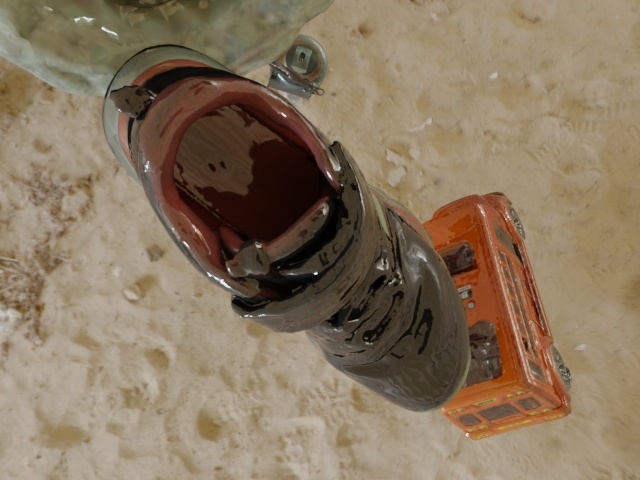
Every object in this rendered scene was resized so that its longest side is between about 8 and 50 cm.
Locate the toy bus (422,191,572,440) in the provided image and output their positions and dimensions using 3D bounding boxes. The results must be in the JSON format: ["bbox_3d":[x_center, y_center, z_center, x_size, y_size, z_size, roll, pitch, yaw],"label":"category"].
[{"bbox_3d":[0.200,0.069,0.825,0.142,0.153,0.330,-24,49,27],"label":"toy bus"}]

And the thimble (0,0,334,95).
[{"bbox_3d":[-0.113,-0.244,0.410,0.291,0.291,0.195,-33,48,7],"label":"thimble"}]

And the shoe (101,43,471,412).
[{"bbox_3d":[0.000,0.000,0.373,0.291,0.137,0.114,42,89,-18],"label":"shoe"}]

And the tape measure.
[{"bbox_3d":[-0.039,-0.297,1.029,0.104,0.180,0.107,12,84,6],"label":"tape measure"}]
